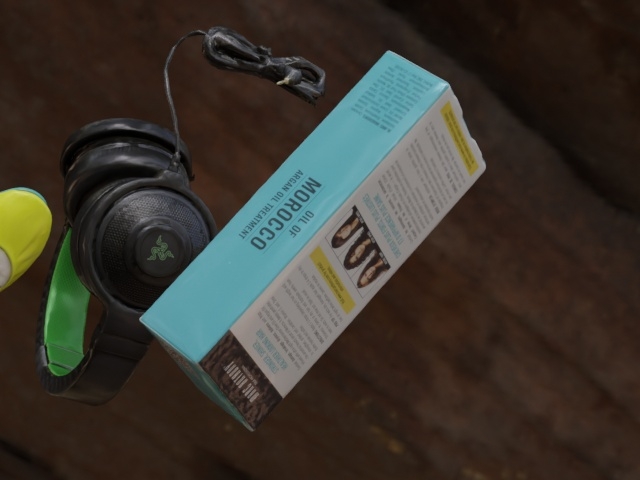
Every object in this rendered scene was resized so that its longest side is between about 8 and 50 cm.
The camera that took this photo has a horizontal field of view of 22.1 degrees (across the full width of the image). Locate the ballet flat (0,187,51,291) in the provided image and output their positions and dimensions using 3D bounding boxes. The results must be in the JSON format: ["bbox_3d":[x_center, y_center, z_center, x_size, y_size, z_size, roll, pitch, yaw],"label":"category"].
[{"bbox_3d":[-0.321,0.041,1.425,0.231,0.077,0.077,-33,-61,27],"label":"ballet flat"}]

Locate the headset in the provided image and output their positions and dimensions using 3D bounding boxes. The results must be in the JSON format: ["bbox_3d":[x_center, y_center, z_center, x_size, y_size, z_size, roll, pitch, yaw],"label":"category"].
[{"bbox_3d":[-0.149,-0.020,1.554,0.185,0.243,0.394,17,-66,-24],"label":"headset"}]

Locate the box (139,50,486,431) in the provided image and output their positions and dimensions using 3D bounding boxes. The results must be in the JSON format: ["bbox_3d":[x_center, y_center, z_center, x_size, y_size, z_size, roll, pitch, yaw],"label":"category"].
[{"bbox_3d":[0.000,0.000,1.074,0.060,0.244,0.100,34,-15,36],"label":"box"}]
